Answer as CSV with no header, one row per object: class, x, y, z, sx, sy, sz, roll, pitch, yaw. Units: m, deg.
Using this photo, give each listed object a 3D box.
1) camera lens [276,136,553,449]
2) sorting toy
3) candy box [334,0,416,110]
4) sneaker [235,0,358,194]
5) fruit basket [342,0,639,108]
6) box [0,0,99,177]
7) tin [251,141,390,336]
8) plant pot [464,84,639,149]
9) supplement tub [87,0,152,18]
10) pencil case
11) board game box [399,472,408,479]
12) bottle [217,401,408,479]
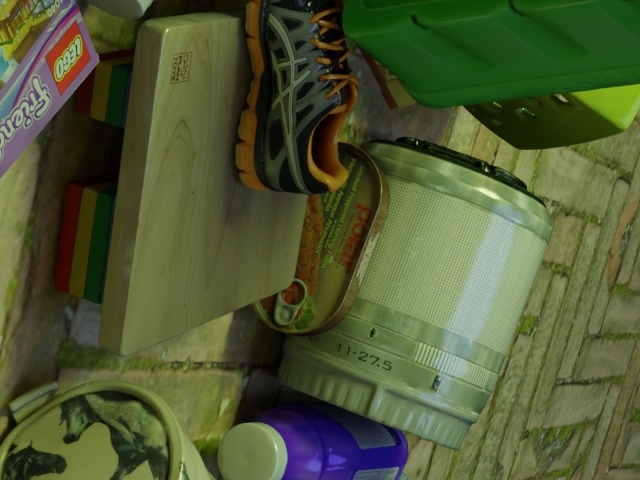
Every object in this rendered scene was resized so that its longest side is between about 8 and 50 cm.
camera lens,0.095,0.048,1.613,0.219,0.219,0.274,28,82,-64
sorting toy,-0.104,-0.067,1.295,0.255,0.089,0.257,-21,125,-58
candy box,0.162,-0.270,1.439,0.316,0.087,0.183,-30,96,-17
sneaker,-0.008,-0.134,1.241,0.084,0.083,0.215,-30,131,-52
fruit basket,0.229,-0.258,1.276,0.392,0.392,0.283,1,86,-63
box,-0.266,-0.092,0.997,0.293,0.057,0.201,-55,149,-29
tin,0.000,0.000,1.523,0.040,0.106,0.189,28,83,-61
plant pot,0.215,-0.242,1.610,0.228,0.207,0.227,-64,-162,-11
supplement tub,-0.133,-0.222,1.156,0.107,0.071,0.071,-62,153,-16
pencil case,-0.134,0.264,1.375,0.160,0.183,0.410,-44,147,-11
board game box,0.097,0.347,1.904,0.060,0.194,0.194,-40,126,-48
bottle,-0.009,0.218,1.640,0.283,0.118,0.092,11,105,-65
